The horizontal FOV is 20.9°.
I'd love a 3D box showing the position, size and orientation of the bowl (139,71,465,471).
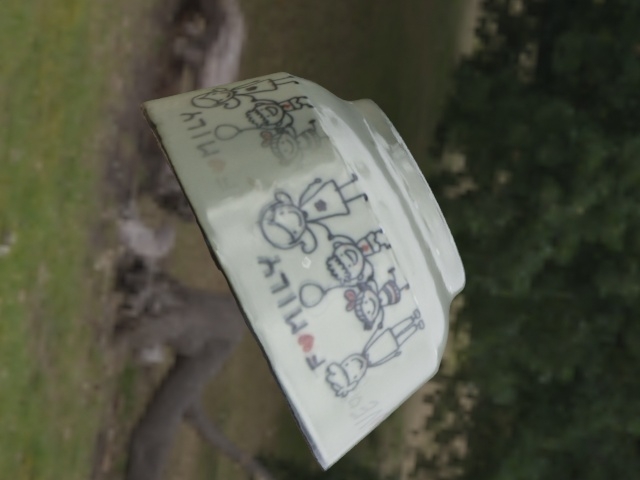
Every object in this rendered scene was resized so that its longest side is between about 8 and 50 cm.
[{"bbox_3d":[0.000,0.000,1.005,0.237,0.126,0.238,61,-4,8],"label":"bowl"}]
